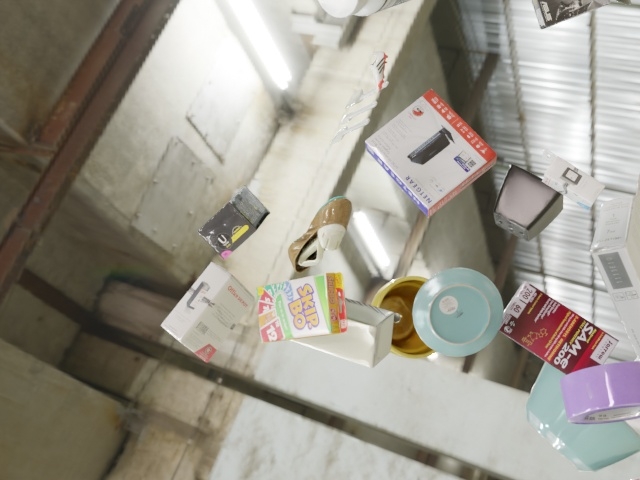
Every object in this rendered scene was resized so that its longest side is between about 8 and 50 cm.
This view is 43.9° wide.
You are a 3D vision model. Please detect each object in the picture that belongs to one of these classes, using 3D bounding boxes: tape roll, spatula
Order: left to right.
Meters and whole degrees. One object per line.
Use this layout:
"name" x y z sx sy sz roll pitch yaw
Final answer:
"spatula" 0.103 -0.354 2.169 0.019 0.242 0.168 32 -106 -16
"tape roll" 0.560 0.293 1.518 0.189 0.189 0.080 44 -144 -61

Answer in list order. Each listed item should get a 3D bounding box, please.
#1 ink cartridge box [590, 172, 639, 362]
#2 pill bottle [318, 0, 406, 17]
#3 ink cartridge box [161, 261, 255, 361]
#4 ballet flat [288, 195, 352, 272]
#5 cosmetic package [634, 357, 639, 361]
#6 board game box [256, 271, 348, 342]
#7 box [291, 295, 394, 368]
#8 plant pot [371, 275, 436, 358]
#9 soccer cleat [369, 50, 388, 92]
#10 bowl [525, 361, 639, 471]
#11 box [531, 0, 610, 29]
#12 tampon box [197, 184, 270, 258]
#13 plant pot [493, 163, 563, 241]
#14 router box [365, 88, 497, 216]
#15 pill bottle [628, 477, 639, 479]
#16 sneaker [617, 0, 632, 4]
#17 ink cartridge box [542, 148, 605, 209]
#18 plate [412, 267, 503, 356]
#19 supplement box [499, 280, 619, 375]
"ink cartridge box" 0.530 0.041 1.296 0.275 0.060 0.239 58 -139 -25
"pill bottle" 0.124 -0.605 1.813 0.278 0.162 0.162 -31 -49 -39
"ink cartridge box" -0.294 0.189 2.107 0.218 0.092 0.158 -51 -34 -12
"ballet flat" 0.000 0.000 2.495 0.116 0.342 0.124 16 -129 -29
"cosmetic package" 0.798 0.347 1.529 0.385 0.217 0.156 -96 17 -47
"board game box" -0.043 0.143 1.667 0.039 0.259 0.124 2 -102 -44
"box" 0.024 0.189 1.819 0.094 0.275 0.113 -28 -51 -55
"plant pot" 0.266 0.244 2.525 0.239 0.254 0.254 152 137 -78
"soccer cleat" 0.115 -0.344 1.620 0.029 0.036 0.083 -105 22 -75
"bowl" 0.626 0.446 1.951 0.163 0.311 0.311 -46 -28 2
"box" 0.636 -0.698 2.093 0.056 0.183 0.231 -87 -23 -82
"tampon box" -0.217 -0.047 2.022 0.120 0.101 0.161 -41 7 21
"plant pot" 0.664 -0.108 2.580 0.167 0.188 0.187 -57 -23 -6
"router box" 0.372 -0.297 2.693 0.301 0.335 0.082 -39 -19 -6
"pill bottle" 0.783 0.707 1.966 0.221 0.124 0.124 -44 -40 -42
"sneaker" 0.481 -0.623 1.430 0.182 0.410 0.158 -43 -15 29
"ink cartridge box" 0.638 -0.158 2.060 0.060 0.180 0.104 -55 -14 1
"plate" 0.284 0.150 1.634 0.024 0.188 0.188 -92 13 -82
"supplement box" 0.527 0.209 1.788 0.130 0.239 0.073 -57 -12 2
